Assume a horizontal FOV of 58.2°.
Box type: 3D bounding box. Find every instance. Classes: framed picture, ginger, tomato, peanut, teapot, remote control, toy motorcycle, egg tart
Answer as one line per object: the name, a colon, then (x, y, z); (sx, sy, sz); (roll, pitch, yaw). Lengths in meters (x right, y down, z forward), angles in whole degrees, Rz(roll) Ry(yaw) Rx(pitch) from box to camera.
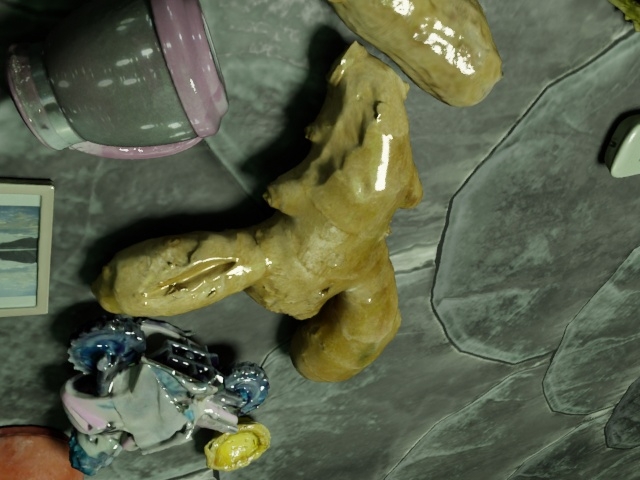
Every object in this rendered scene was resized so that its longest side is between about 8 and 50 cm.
framed picture: (-0.336, 0.011, 0.481); (0.203, 0.015, 0.150); (1, 126, -30)
ginger: (0.013, 0.016, 0.609); (0.348, 0.122, 0.363); (-40, 125, 19)
tomato: (-0.379, 0.328, 0.662); (0.199, 0.112, 0.228); (1, 123, -28)
peanut: (0.077, -0.190, 0.491); (0.214, 0.099, 0.099); (20, 115, -34)
teapot: (-0.148, -0.120, 0.431); (0.146, 0.148, 0.116); (-16, 97, -2)
remote control: (0.524, -0.150, 0.810); (0.310, 0.038, 0.090); (-11, 131, -22)
toy motorcycle: (-0.197, 0.190, 0.652); (0.239, 0.108, 0.204); (34, 103, -21)
egg tart: (-0.119, 0.284, 0.816); (0.105, 0.039, 0.105); (-15, 133, -17)

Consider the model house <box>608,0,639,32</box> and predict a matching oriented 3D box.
model house: (0.391, -0.262, 0.501); (0.175, 0.234, 0.193); (21, 115, -40)
